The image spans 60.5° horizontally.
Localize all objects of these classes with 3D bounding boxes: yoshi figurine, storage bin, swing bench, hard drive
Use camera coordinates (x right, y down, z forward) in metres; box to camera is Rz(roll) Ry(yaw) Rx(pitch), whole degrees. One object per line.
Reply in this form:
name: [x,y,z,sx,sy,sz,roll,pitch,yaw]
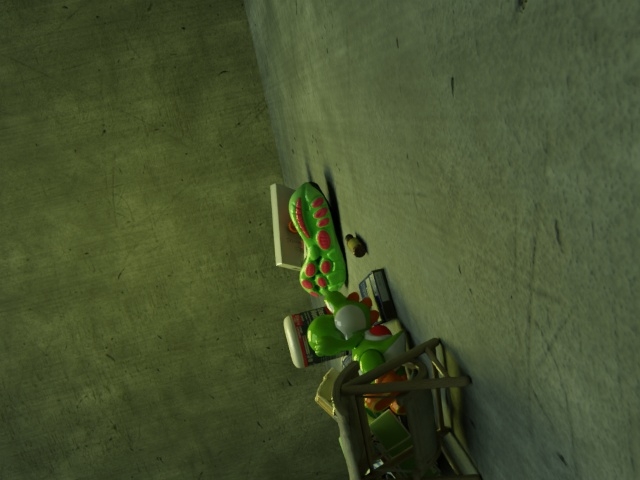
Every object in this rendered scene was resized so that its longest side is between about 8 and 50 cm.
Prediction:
yoshi figurine: [0.087,0.292,1.405,0.362,0.203,0.203,53,151,42]
storage bin: [0.102,0.604,2.004,0.260,0.123,0.262,40,163,13]
swing bench: [0.154,0.364,1.080,0.165,0.255,0.253,-122,19,-67]
hard drive: [-0.110,-0.048,2.332,0.233,0.047,0.352,17,-118,-48]

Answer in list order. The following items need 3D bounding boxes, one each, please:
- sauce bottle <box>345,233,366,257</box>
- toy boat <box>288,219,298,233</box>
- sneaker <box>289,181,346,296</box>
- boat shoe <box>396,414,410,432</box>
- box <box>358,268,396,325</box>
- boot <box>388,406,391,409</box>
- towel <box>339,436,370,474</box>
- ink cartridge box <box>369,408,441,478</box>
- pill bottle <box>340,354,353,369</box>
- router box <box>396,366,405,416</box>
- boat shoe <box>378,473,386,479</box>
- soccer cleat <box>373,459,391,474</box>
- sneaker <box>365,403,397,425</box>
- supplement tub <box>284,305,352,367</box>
sauce bottle: [0.101,0.012,1.642,0.128,0.042,0.042,-120,18,-65]
toy boat: [-0.059,-0.070,2.255,0.231,0.151,0.151,85,168,-53]
sneaker: [0.000,0.000,2.035,0.202,0.185,0.482,-81,-12,-59]
boat shoe: [0.241,0.540,1.593,0.046,0.038,0.125,-117,15,-60]
box: [0.155,0.165,1.536,0.225,0.037,0.136,116,139,-75]
boot: [0.180,0.446,1.712,0.244,0.089,0.176,105,149,-68]
towel: [0.178,0.853,2.220,0.247,0.038,0.324,66,148,33]
ink cartridge box: [0.190,0.502,1.301,0.188,0.097,0.255,49,173,20]
pill bottle: [0.137,0.479,2.036,0.169,0.094,0.094,-134,31,-75]
router box: [0.211,0.382,1.496,0.133,0.046,0.178,97,158,-69]
boat shoe: [0.236,0.917,2.233,0.081,0.069,0.227,-47,55,53]
soccer cleat: [0.241,0.621,1.562,0.331,0.143,0.116,-19,50,64]
sneaker: [0.192,0.560,1.729,0.295,0.124,0.109,27,-121,-75]
supplement tub: [0.018,0.332,1.958,0.191,0.272,0.191,166,90,-82]
